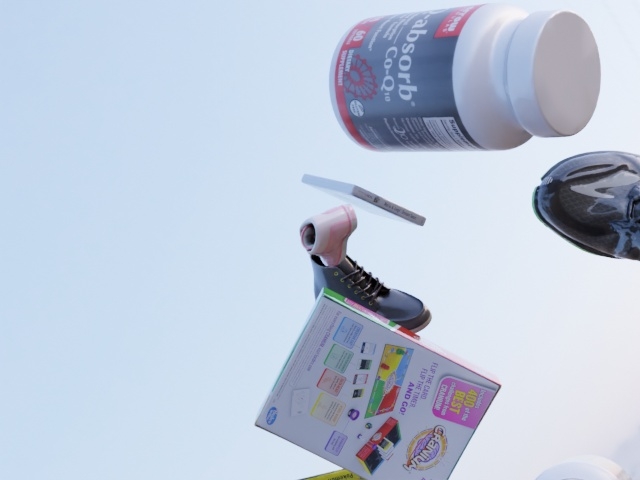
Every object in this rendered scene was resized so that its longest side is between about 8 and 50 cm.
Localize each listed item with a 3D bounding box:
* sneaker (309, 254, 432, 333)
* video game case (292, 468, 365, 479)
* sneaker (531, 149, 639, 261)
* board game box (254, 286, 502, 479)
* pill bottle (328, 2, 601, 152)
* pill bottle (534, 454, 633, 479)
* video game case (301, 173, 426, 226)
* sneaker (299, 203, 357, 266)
[{"bbox_3d":[0.076,0.086,1.964,0.083,0.222,0.118,-53,-38,-39],"label":"sneaker"},{"bbox_3d":[0.052,0.453,2.035,0.248,0.035,0.275,-11,-31,-13],"label":"video game case"},{"bbox_3d":[0.561,-0.025,1.789,0.202,0.482,0.185,23,-94,-74],"label":"sneaker"},{"bbox_3d":[0.089,0.253,1.860,0.242,0.316,0.064,-62,3,9],"label":"board game box"},{"bbox_3d":[0.205,-0.233,1.700,0.210,0.363,0.210,-3,-85,-45],"label":"pill bottle"},{"bbox_3d":[0.326,0.342,1.468,0.136,0.136,0.245,-48,-18,7],"label":"pill bottle"},{"bbox_3d":[0.065,-0.063,1.807,0.143,0.157,0.019,23,-93,-31],"label":"video game case"},{"bbox_3d":[0.000,0.000,1.530,0.070,0.051,0.134,-20,-20,-21],"label":"sneaker"}]
